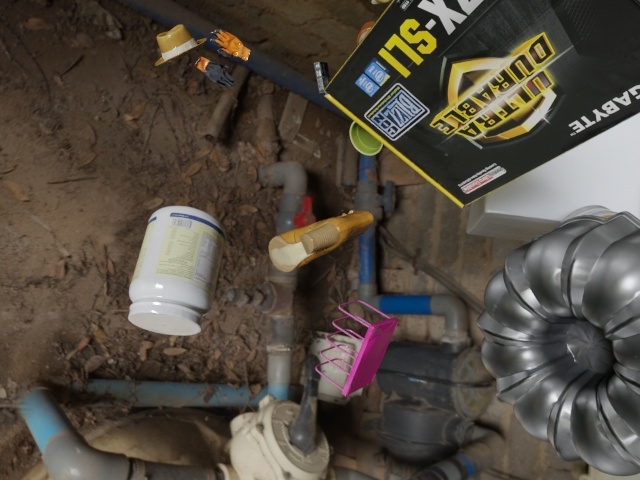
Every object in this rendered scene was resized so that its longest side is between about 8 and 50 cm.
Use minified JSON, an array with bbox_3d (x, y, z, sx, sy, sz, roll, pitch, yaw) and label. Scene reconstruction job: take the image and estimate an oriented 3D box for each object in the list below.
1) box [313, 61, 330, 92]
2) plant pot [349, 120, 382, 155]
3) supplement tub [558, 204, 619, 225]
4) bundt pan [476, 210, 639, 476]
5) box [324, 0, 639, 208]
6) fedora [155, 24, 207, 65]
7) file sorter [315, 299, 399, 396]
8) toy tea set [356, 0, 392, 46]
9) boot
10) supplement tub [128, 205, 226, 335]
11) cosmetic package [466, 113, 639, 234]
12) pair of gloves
[{"bbox_3d":[0.008,-0.466,1.360,0.067,0.018,0.083,-40,122,-63],"label":"box"},{"bbox_3d":[0.119,-0.237,1.028,0.079,0.083,0.083,-39,115,-39],"label":"plant pot"},{"bbox_3d":[0.526,0.036,0.853,0.144,0.144,0.200,53,16,-29],"label":"supplement tub"},{"bbox_3d":[0.332,0.131,0.590,0.124,0.330,0.331,-6,94,-33],"label":"bundt pan"},{"bbox_3d":[0.185,-0.193,0.528,0.257,0.322,0.079,38,59,-11],"label":"box"},{"bbox_3d":[-0.441,-0.604,1.451,0.194,0.194,0.079,-48,127,-33],"label":"fedora"},{"bbox_3d":[0.129,0.397,1.814,0.202,0.182,0.291,-1,115,-55],"label":"file sorter"},{"bbox_3d":[0.235,-0.721,1.514,0.199,0.336,0.124,10,46,-3],"label":"toy tea set"},{"bbox_3d":[0.000,-0.001,1.293,0.211,0.295,0.104,-20,90,-32],"label":"boot"},{"bbox_3d":[-0.414,0.090,1.382,0.235,0.235,0.325,31,53,-39],"label":"supplement tub"},{"bbox_3d":[0.581,-0.176,1.228,0.393,0.327,0.330,30,68,-77],"label":"cosmetic package"},{"bbox_3d":[-0.162,-0.303,0.794,0.074,0.010,0.083,26,95,-33],"label":"pair of gloves"}]
